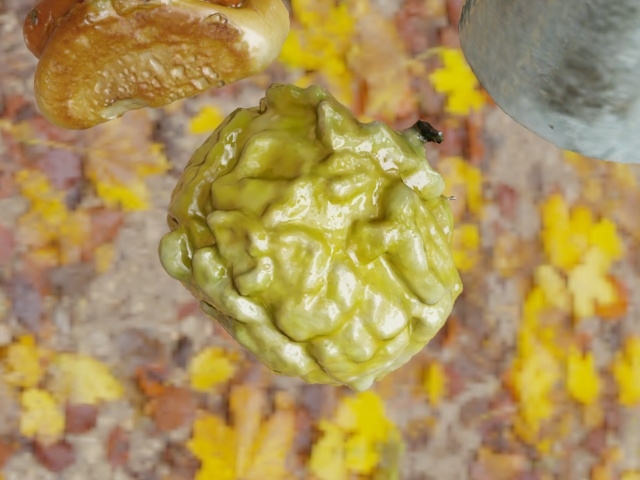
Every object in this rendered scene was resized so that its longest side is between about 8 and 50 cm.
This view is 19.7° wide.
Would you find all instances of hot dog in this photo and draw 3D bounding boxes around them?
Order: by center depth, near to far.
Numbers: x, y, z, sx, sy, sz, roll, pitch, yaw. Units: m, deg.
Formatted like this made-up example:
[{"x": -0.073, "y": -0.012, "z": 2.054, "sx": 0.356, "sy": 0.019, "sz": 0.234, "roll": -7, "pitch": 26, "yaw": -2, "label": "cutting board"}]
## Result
[{"x": -0.170, "y": -0.215, "z": 1.786, "sx": 0.150, "sy": 0.257, "sz": 0.153, "roll": -81, "pitch": 152, "yaw": -62, "label": "hot dog"}]

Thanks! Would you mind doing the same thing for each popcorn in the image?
[{"x": 0.000, "y": -0.009, "z": 1.439, "sx": 0.249, "sy": 0.249, "sz": 0.225, "roll": 30, "pitch": 92, "yaw": -40, "label": "popcorn"}]

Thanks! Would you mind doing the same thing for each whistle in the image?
[{"x": 0.125, "y": -0.200, "z": 1.066, "sx": 0.405, "sy": 0.168, "sz": 0.188, "roll": 29, "pitch": 59, "yaw": 6, "label": "whistle"}]
